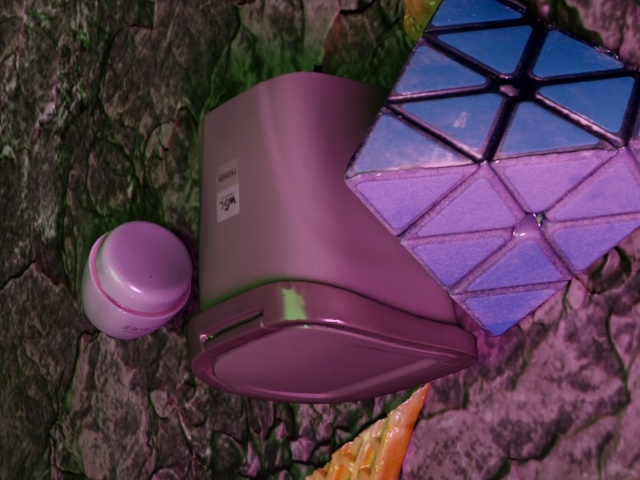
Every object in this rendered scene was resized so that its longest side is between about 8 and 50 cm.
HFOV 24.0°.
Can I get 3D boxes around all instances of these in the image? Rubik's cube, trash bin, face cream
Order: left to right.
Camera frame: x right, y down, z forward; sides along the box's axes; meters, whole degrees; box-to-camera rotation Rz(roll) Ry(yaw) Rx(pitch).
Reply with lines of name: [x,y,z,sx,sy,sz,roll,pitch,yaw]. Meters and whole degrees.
face cream: [-0.201,0.044,1.639,0.104,0.117,0.117,-50,56,46]
trash bin: [0.000,0.000,1.345,0.220,0.219,0.250,-23,66,45]
Rubik's cube: [0.154,-0.069,1.205,0.233,0.228,0.229,-52,8,-5]

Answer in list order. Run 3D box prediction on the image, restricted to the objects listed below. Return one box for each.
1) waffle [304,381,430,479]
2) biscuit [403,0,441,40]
waffle: [0.035,0.194,1.448,0.125,0.032,0.191,34,114,46]
biscuit: [0.103,-0.249,1.349,0.133,0.027,0.184,-51,56,39]
